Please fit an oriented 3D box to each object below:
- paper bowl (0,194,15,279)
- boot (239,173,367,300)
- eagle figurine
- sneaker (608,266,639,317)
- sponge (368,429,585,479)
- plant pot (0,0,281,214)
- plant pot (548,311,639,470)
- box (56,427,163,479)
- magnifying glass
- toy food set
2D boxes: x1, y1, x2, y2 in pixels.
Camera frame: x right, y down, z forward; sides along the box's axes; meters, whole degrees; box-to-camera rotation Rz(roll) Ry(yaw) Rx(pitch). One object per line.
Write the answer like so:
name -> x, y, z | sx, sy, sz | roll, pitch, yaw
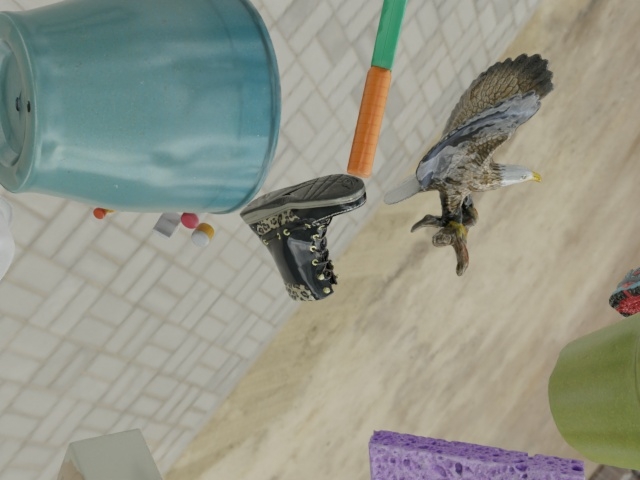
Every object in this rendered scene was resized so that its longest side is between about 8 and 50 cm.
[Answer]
paper bowl -> -0.642, 0.029, 1.366 | 0.284, 0.148, 0.284 | -50, 176, -5
boot -> 0.000, -0.001, 1.243 | 0.085, 0.236, 0.179 | -46, 117, -45
eagle figurine -> 0.242, -0.136, 1.244 | 0.225, 0.226, 0.298 | -11, 126, -23
sneaker -> 0.703, 0.072, 1.634 | 0.125, 0.104, 0.262 | -55, -168, -26
sponge -> 0.152, 0.259, 0.798 | 0.031, 0.210, 0.117 | -46, 137, -63
plant pot -> -0.225, -0.153, 0.879 | 0.255, 0.271, 0.272 | -8, 129, -38
plant pot -> 0.443, 0.194, 1.026 | 0.276, 0.276, 0.254 | -38, -178, -29
box -> -0.287, 0.454, 1.199 | 0.121, 0.311, 0.148 | -3, 131, -38
magnifying glass -> 0.058, -0.168, 0.687 | 0.092, 0.026, 0.231 | 63, 41, -86
toy food set -> -0.328, -0.052, 1.604 | 0.111, 0.232, 0.104 | -58, -177, 38
